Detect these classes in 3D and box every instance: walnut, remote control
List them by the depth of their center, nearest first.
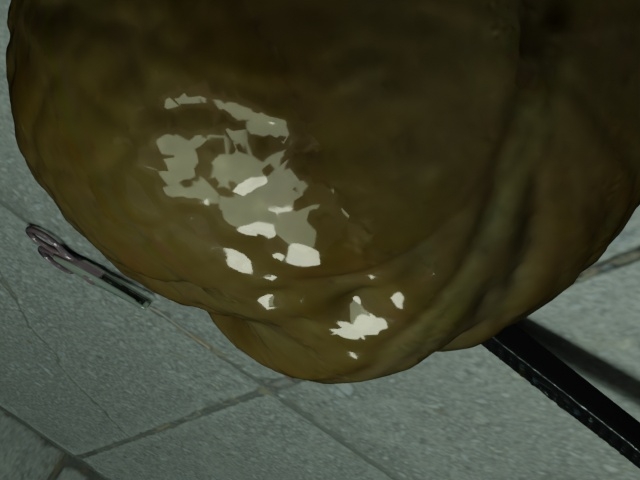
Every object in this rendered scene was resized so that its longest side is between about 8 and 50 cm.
[{"bbox_3d":[0.006,-0.084,0.747,0.333,0.333,0.333,28,160,11],"label":"walnut"},{"bbox_3d":[0.215,0.135,1.260,0.245,0.025,0.063,39,168,14],"label":"remote control"}]

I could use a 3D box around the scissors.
[{"bbox_3d":[-0.264,0.037,1.825,0.176,0.022,0.085,28,157,23],"label":"scissors"}]
